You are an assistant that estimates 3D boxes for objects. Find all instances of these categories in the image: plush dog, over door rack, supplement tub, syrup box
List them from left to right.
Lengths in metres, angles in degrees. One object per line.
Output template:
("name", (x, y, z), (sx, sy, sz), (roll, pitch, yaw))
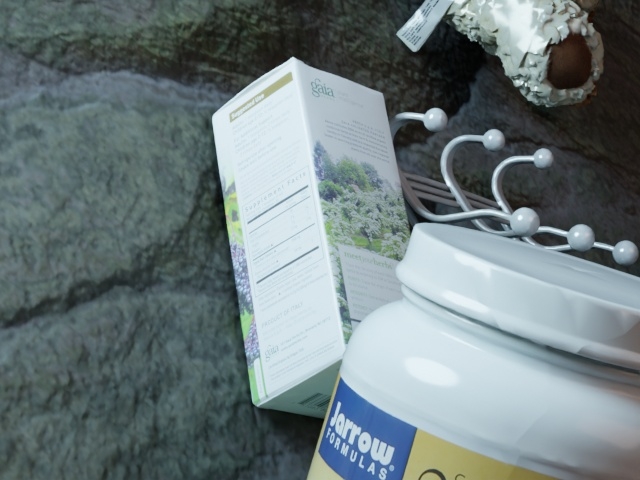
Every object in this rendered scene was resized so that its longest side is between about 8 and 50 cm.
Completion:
("syrup box", (0.000, 0.000, 1.196), (0.093, 0.096, 0.237), (17, 53, -42))
("supplement tub", (0.101, 0.167, 0.972), (0.228, 0.228, 0.316), (9, 100, -44))
("plush dog", (0.186, -0.242, 1.542), (0.225, 0.210, 0.262), (12, 83, -59))
("over door rack", (0.180, 0.056, 1.306), (0.239, 0.108, 0.324), (12, 55, -59))
